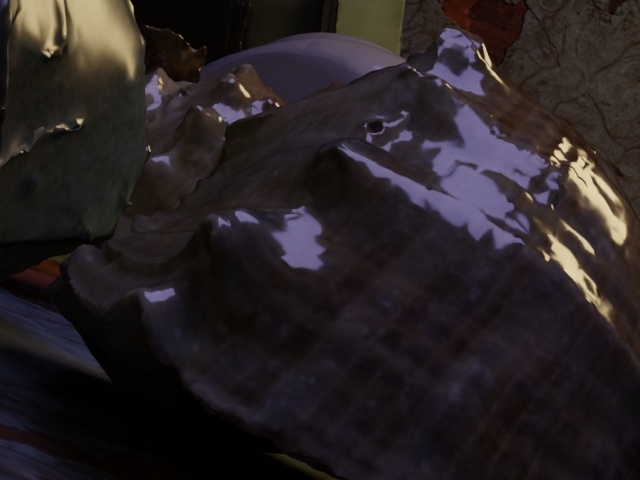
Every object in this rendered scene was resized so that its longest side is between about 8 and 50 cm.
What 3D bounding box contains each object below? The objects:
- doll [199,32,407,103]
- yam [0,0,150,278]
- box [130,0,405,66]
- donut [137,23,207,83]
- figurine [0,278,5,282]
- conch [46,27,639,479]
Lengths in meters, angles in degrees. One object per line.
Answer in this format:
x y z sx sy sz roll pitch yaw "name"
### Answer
0.000 0.000 1.124 0.251 0.221 0.221 -13 -15 26 "doll"
-0.194 -0.060 0.527 0.202 0.201 0.271 -17 1 23 "yam"
-0.062 -0.103 1.512 0.166 0.290 0.221 -7 22 -40 "box"
-0.224 -0.069 1.055 0.295 0.151 0.112 13 -7 -12 "donut"
-0.193 -0.050 0.794 0.237 0.162 0.141 4 0 23 "figurine"
0.042 0.021 0.787 0.352 0.210 0.297 23 7 9 "conch"
